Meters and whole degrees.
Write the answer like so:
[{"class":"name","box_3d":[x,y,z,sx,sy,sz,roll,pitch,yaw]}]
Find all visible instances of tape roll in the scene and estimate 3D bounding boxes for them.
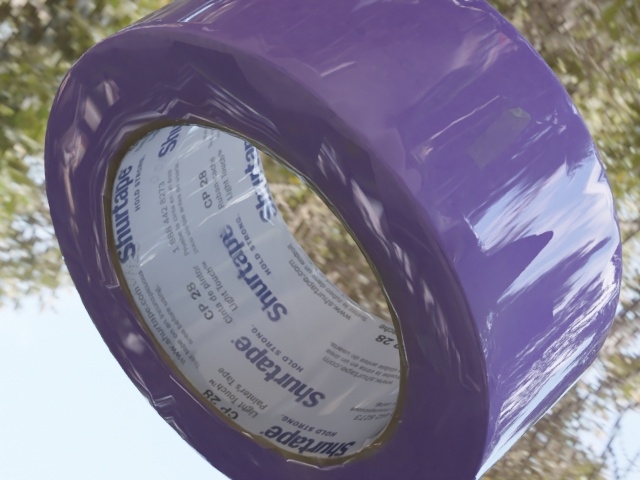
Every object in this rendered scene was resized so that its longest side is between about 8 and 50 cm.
[{"class":"tape roll","box_3d":[0.000,0.000,0.517,0.189,0.189,0.080,26,-136,29]}]
